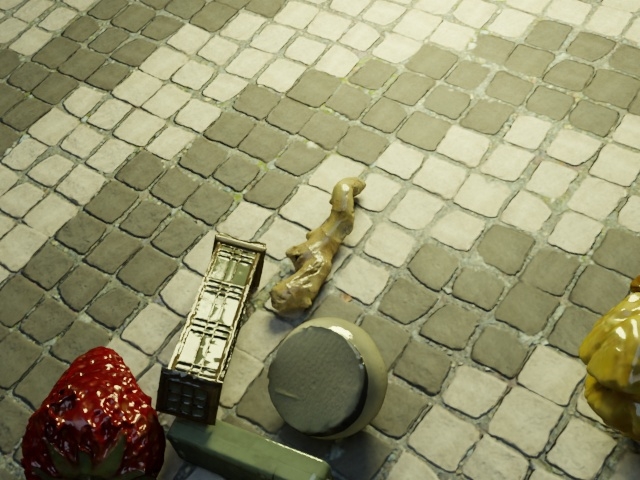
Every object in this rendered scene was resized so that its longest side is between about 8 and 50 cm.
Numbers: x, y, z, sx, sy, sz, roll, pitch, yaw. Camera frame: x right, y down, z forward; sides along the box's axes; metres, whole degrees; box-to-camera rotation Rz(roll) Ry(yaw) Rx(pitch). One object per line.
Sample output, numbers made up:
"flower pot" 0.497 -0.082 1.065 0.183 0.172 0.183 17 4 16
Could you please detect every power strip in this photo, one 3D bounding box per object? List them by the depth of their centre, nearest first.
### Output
"power strip" -0.073 0.313 1.167 0.288 0.093 0.053 16 55 21

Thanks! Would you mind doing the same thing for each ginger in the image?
"ginger" 0.000 0.000 1.409 0.089 0.075 0.288 14 61 25

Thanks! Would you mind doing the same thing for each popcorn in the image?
"popcorn" 0.468 0.168 1.113 0.265 0.225 0.332 -5 30 -8

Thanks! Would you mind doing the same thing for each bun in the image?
"bun" 0.021 0.196 1.219 0.173 0.120 0.172 -4 81 30

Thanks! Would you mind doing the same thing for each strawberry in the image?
"strawberry" -0.322 0.253 1.204 0.205 0.205 0.244 -15 41 -1

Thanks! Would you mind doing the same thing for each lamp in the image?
"lamp" -0.155 0.120 1.262 0.090 0.089 0.325 14 37 -1
